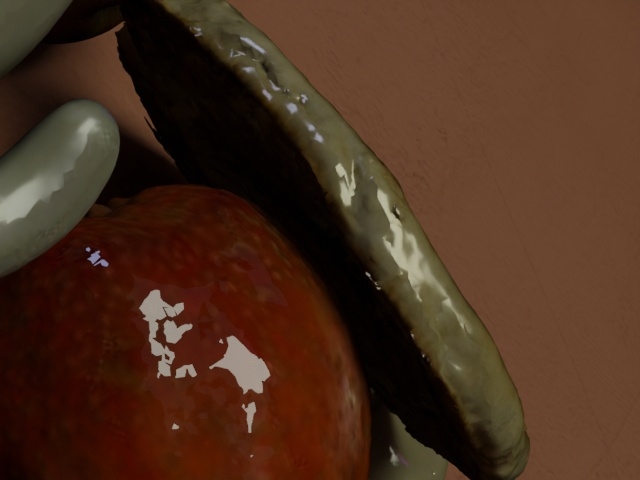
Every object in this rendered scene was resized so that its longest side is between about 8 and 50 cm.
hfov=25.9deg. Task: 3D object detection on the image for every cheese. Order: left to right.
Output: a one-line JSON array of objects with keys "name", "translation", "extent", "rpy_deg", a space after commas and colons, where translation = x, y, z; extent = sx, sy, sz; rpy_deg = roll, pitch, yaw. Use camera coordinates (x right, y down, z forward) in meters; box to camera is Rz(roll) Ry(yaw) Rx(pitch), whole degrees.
[{"name": "cheese", "translation": [0.043, 0.149, 0.923], "extent": [0.092, 0.047, 0.171], "rpy_deg": [48, 32, -16]}]

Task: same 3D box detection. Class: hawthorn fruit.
[{"name": "hawthorn fruit", "translation": [-0.069, 0.105, 0.662], "extent": [0.205, 0.205, 0.253], "rpy_deg": [-18, 84, -59]}]

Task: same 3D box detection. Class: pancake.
[{"name": "pancake", "translation": [-0.002, 0.001, 0.799], "extent": [0.356, 0.065, 0.356], "rpy_deg": [48, -14, 16]}]

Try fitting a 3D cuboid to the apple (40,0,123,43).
[{"name": "apple", "translation": [-0.151, -0.213, 0.820], "extent": [0.174, 0.188, 0.188], "rpy_deg": [62, 30, -6]}]

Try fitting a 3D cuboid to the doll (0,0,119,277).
[{"name": "doll", "translation": [-0.233, -0.159, 0.491], "extent": [0.370, 0.226, 0.215], "rpy_deg": [31, 23, 26]}]
